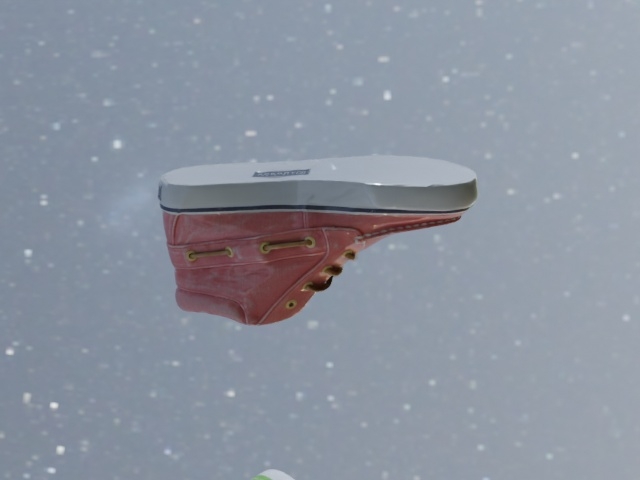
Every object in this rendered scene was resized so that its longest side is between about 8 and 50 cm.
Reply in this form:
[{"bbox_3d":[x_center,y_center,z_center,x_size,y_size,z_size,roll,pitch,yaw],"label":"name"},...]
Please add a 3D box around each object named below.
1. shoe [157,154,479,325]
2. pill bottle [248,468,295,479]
[{"bbox_3d":[0.000,0.000,0.806,0.063,0.178,0.081,-58,-35,-70],"label":"shoe"},{"bbox_3d":[-0.103,0.311,1.226,0.246,0.136,0.136,-30,-62,-23],"label":"pill bottle"}]
